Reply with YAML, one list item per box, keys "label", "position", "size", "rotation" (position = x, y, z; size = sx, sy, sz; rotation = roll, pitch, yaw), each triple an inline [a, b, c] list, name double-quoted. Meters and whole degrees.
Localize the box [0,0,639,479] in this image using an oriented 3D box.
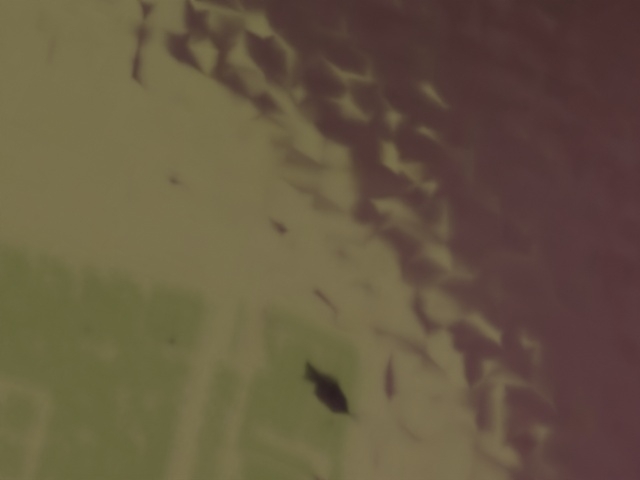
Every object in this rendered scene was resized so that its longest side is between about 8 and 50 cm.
- label: "box"
  position: [-0.070, 0.052, 0.464]
  size: [0.373, 0.090, 0.367]
  rotation: [15, 76, -11]
